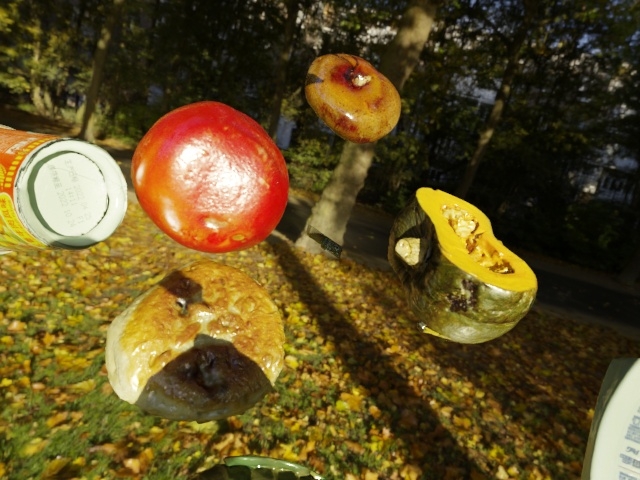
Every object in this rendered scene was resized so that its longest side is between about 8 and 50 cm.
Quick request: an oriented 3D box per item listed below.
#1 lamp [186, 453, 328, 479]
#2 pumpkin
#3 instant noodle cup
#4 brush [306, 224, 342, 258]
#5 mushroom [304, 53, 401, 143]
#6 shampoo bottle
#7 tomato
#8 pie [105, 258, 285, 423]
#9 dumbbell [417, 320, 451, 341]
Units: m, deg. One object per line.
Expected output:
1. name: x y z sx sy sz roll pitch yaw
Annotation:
1. lamp: -0.031 0.309 0.355 0.285 0.250 0.250 24 8 -13
2. pumpkin: 0.221 0.032 0.797 0.222 0.139 0.317 7 37 -16
3. instant noodle cup: -0.367 -0.061 0.562 0.213 0.192 0.193 6 4 30
4. brush: 0.000 0.000 1.178 0.028 0.034 0.190 1 19 -28
5. mushroom: 0.088 -0.372 1.246 0.268 0.254 0.267 -2 52 2
6. shampoo bottle: 0.466 0.363 0.682 0.134 0.359 0.078 23 -15 -4
7. tomato: -0.226 -0.135 0.970 0.325 0.289 0.293 36 12 -16
8. pie: -0.201 0.164 0.769 0.316 0.092 0.314 10 44 -9
9. dumbbell: 0.347 0.127 1.079 0.290 0.192 0.192 -34 29 -15
